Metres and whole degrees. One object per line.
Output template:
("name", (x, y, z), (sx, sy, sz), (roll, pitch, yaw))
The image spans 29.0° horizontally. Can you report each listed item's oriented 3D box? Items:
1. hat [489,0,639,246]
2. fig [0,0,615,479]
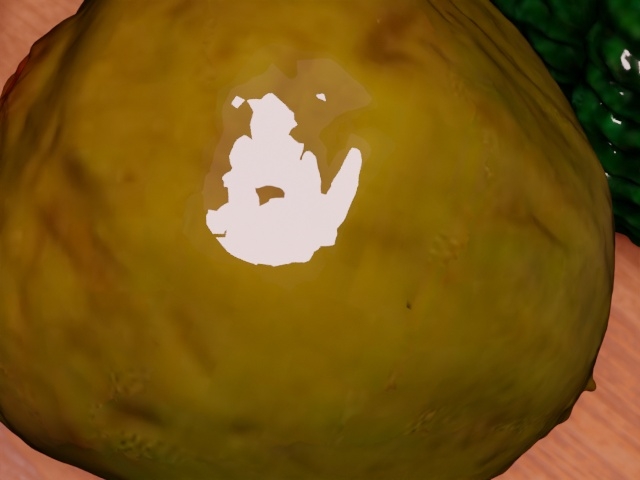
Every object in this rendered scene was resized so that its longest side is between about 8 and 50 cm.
("hat", (0.167, -0.139, 0.737), (0.332, 0.274, 0.242), (24, 41, 21))
("fig", (-0.009, 0.001, 0.649), (0.344, 0.343, 0.343), (2, 77, -7))
